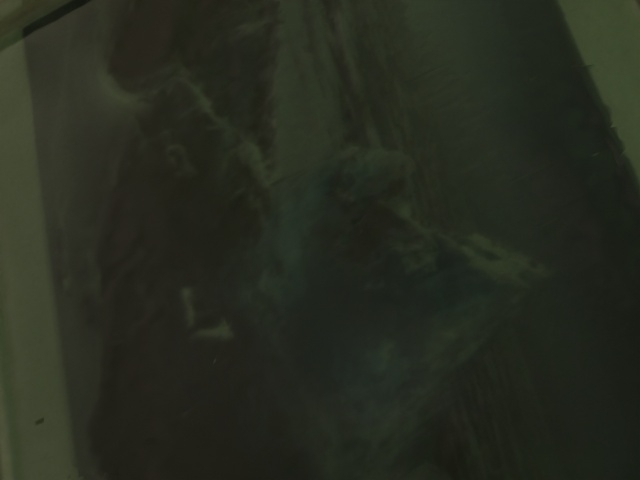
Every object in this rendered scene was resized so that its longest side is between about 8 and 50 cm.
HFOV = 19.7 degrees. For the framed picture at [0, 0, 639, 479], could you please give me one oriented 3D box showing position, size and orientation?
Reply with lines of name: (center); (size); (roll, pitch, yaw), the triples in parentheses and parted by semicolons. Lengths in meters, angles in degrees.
framed picture: (0.000, 0.000, 0.668); (0.028, 0.326, 0.446); (48, 19, -44)
